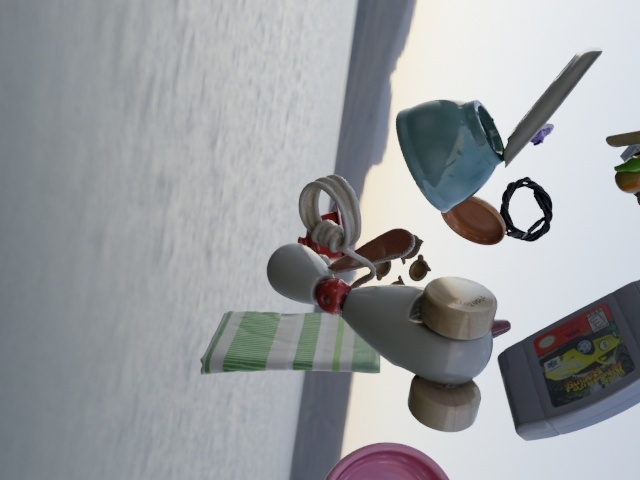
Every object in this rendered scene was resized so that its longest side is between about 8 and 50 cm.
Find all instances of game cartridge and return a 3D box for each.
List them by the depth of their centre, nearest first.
[{"bbox_3d":[0.429,0.197,1.228,0.294,0.060,0.196,-34,-147,21],"label":"game cartridge"}]

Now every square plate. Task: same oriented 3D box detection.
[{"bbox_3d":[0.585,-0.356,1.964,0.347,0.049,0.344,-53,175,23],"label":"square plate"}]

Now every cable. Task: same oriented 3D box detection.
[{"bbox_3d":[0.590,-0.092,2.195,0.047,0.150,0.185,32,68,-79],"label":"cable"}]

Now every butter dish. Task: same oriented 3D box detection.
[{"bbox_3d":[0.000,0.000,1.945,0.160,0.118,0.160,123,-42,-76],"label":"butter dish"}]

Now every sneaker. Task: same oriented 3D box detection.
[{"bbox_3d":[0.668,-0.327,2.359,0.170,0.068,0.071,-17,114,-56],"label":"sneaker"}]

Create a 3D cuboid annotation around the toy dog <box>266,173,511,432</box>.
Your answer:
[{"bbox_3d":[0.099,0.075,0.944,0.160,0.334,0.220,-14,143,-45],"label":"toy dog"}]

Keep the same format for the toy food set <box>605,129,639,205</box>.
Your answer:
[{"bbox_3d":[0.554,-0.095,1.264,0.132,0.192,0.038,-9,-145,50],"label":"toy food set"}]

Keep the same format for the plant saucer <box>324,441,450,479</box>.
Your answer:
[{"bbox_3d":[0.146,0.622,1.711,0.084,0.331,0.332,121,-22,-70],"label":"plant saucer"}]

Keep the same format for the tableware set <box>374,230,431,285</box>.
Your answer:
[{"bbox_3d":[0.192,0.069,1.819,0.169,0.020,0.141,-45,-133,21],"label":"tableware set"}]

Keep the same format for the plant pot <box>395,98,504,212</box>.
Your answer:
[{"bbox_3d":[0.352,-0.244,1.972,0.293,0.196,0.293,42,35,-39],"label":"plant pot"}]

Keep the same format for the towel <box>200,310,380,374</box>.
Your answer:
[{"bbox_3d":[-0.047,0.195,1.458,0.248,0.324,0.038,-74,163,-73],"label":"towel"}]

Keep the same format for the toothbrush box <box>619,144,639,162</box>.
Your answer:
[{"bbox_3d":[1.046,-0.296,2.193,0.126,0.295,0.216,62,-24,23],"label":"toothbrush box"}]

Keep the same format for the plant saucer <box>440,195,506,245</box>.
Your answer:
[{"bbox_3d":[0.437,-0.065,2.180,0.037,0.199,0.200,-55,167,-26],"label":"plant saucer"}]
